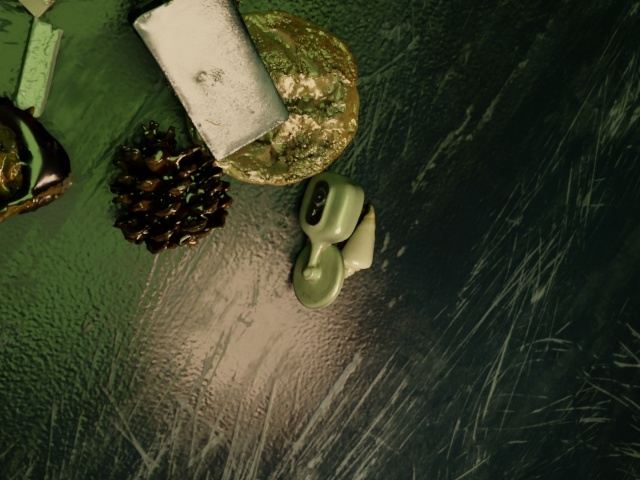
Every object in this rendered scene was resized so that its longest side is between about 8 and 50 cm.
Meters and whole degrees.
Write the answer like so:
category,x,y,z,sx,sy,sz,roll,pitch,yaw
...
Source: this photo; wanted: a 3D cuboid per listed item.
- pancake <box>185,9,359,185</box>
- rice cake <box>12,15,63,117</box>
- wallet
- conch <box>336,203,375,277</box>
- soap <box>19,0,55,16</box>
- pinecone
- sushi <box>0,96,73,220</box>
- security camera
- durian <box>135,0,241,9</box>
category,x,y,z,sx,sy,sz,roll,pitch,yaw
pancake,-0.101,-0.299,1.885,0.387,0.082,0.387,-3,101,-13
rice cake,-0.551,-0.336,1.736,0.063,0.069,0.206,14,93,-18
wallet,-0.201,-0.327,1.701,0.191,0.046,0.379,-31,137,-3
conch,0.076,-0.002,1.997,0.104,0.094,0.176,17,91,14
soap,-0.555,-0.526,1.670,0.183,0.064,0.121,46,46,-19
pinecone,-0.311,-0.098,1.783,0.243,0.243,0.257,-39,96,-8
sushi,-0.594,-0.148,1.682,0.200,0.213,0.204,-35,92,-31
security camera,0.000,0.000,1.934,0.080,0.157,0.301,13,93,-43
durian,-0.248,-0.502,1.718,0.258,0.258,0.293,28,95,-21
